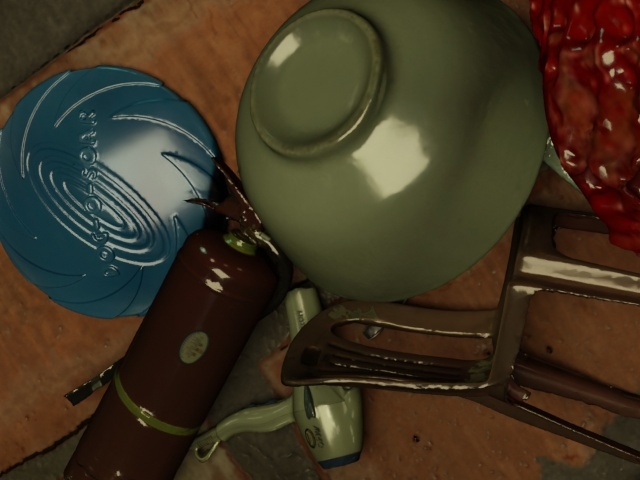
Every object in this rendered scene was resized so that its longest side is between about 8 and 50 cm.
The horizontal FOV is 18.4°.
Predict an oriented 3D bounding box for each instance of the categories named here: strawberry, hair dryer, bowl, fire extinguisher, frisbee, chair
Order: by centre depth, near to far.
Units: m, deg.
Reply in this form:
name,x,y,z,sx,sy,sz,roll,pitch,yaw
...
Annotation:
name,x,y,z,sx,sy,sz,roll,pitch,yaw
strawberry,0.305,-0.168,1.572,0.345,0.295,0.317,62,141,35
bowl,0.032,-0.105,1.643,0.289,0.146,0.289,-14,65,32
chair,0.144,0.061,1.685,0.326,0.175,0.183,13,112,2
fire extinguisher,-0.133,0.091,1.811,0.141,0.105,0.341,31,109,8
hair dryer,-0.050,0.126,1.836,0.199,0.067,0.167,0,91,30
frisbee,-0.204,-0.042,1.843,0.242,0.045,0.242,3,102,15

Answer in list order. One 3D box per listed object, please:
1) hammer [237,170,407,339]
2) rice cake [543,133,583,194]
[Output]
name,x,y,z,sx,sy,sz,roll,pitch,yaw
hammer,0.000,0.000,1.808,0.199,0.013,0.062,47,108,3
rice cake,0.201,-0.102,1.705,0.206,0.069,0.063,40,108,4
